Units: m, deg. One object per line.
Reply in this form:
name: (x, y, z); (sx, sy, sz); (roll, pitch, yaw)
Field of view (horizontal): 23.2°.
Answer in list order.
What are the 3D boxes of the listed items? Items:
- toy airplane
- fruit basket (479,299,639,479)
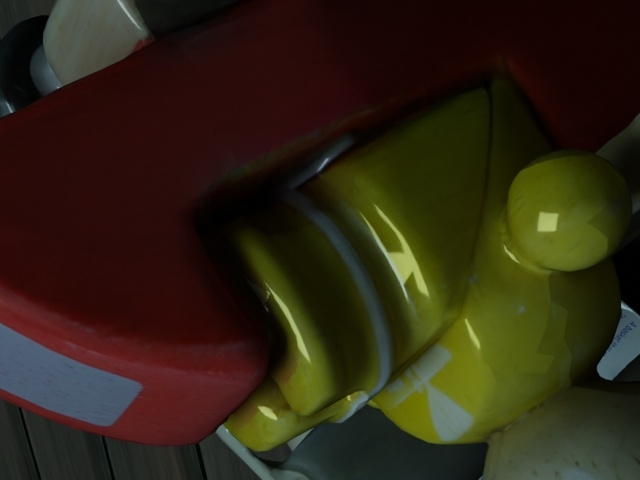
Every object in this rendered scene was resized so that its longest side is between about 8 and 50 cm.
toy airplane: (0.092, 0.004, 0.557); (0.386, 0.384, 0.272); (36, -144, -64)
fruit basket: (0.000, 0.000, 0.924); (0.353, 0.165, 0.327); (39, 144, 7)
